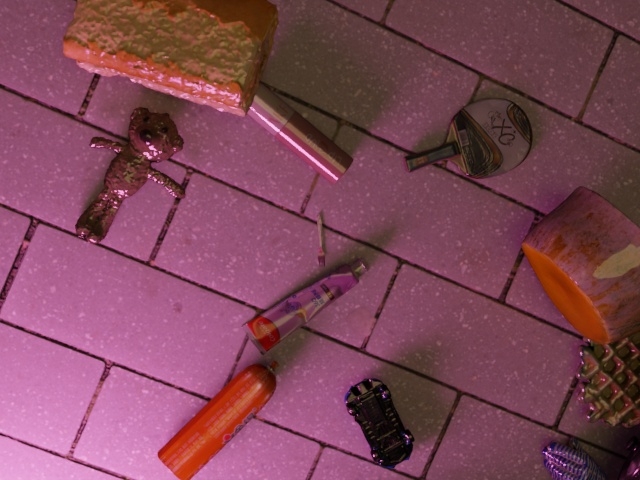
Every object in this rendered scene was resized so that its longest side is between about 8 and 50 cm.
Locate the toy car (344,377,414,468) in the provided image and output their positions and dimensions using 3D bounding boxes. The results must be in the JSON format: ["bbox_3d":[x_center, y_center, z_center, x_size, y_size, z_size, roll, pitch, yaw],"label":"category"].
[{"bbox_3d":[0.130,0.399,1.774,0.103,0.063,0.216,-28,104,-5],"label":"toy car"}]

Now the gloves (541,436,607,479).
[{"bbox_3d":[0.603,0.541,1.853,0.229,0.097,0.119,40,58,-5],"label":"gloves"}]

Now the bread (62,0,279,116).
[{"bbox_3d":[-0.288,-0.408,1.572,0.376,0.165,0.236,16,84,1],"label":"bread"}]

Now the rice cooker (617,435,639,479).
[{"bbox_3d":[0.780,0.515,1.778,0.227,0.280,0.241,35,89,18],"label":"rice cooker"}]

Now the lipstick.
[{"bbox_3d":[-0.049,-0.224,1.689,0.254,0.070,0.070,39,88,-10],"label":"lipstick"}]

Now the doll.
[{"bbox_3d":[-0.402,-0.138,1.642,0.286,0.091,0.202,-29,87,5],"label":"doll"}]

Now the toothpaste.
[{"bbox_3d":[-0.025,0.132,1.737,0.301,0.048,0.075,-35,103,-2],"label":"toothpaste"}]

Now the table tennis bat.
[{"bbox_3d":[0.326,-0.212,1.775,0.301,0.022,0.173,-17,97,-9],"label":"table tennis bat"}]

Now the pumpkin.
[{"bbox_3d":[0.580,0.072,1.700,0.199,0.332,0.332,-41,100,3],"label":"pumpkin"}]

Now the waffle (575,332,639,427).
[{"bbox_3d":[0.731,0.287,1.861,0.309,0.056,0.291,-1,95,-10],"label":"waffle"}]

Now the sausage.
[{"bbox_3d":[-0.201,0.370,1.705,0.312,0.093,0.093,-44,100,-3],"label":"sausage"}]

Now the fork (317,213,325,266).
[{"bbox_3d":[0.000,0.000,1.747,0.016,0.012,0.115,-5,91,-12],"label":"fork"}]
